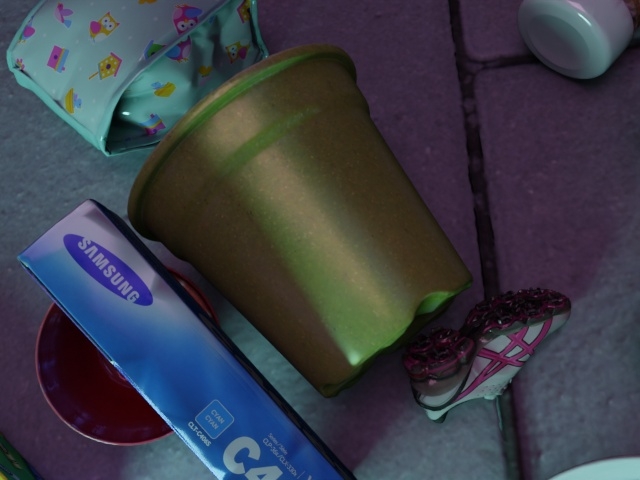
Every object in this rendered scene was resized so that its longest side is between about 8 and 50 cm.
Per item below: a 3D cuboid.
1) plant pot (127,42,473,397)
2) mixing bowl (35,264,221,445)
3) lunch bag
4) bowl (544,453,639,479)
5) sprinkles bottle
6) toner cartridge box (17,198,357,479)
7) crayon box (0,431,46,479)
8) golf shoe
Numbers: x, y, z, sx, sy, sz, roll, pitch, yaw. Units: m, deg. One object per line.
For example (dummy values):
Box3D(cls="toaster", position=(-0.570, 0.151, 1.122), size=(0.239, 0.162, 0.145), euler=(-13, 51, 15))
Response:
Box3D(cls="plant pot", position=(0.000, 0.000, 0.698), size=(0.276, 0.276, 0.254), euler=(-38, 76, -4))
Box3D(cls="mixing bowl", position=(-0.191, 0.113, 0.750), size=(0.181, 0.098, 0.181), euler=(0, 85, -6))
Box3D(cls="lunch bag", position=(-0.231, -0.239, 0.890), size=(0.223, 0.160, 0.262), euler=(40, 75, 23))
Box3D(cls="bowl", position=(0.275, 0.302, 0.533), size=(0.298, 0.134, 0.298), euler=(-3, 84, 35))
Box3D(cls="sprinkles bottle", position=(0.376, -0.348, 0.816), size=(0.121, 0.121, 0.355), euler=(37, 79, 23))
Box3D(cls="toner cartridge box", position=(-0.098, 0.123, 0.629), size=(0.075, 0.165, 0.348), euler=(-42, 92, -9))
Box3D(cls="crayon box", position=(-0.385, 0.289, 0.744), size=(0.278, 0.081, 0.165), euler=(34, 79, 23))
Box3D(cls="golf shoe", position=(0.169, 0.109, 0.710), size=(0.186, 0.086, 0.067), euler=(-24, 22, -13))
